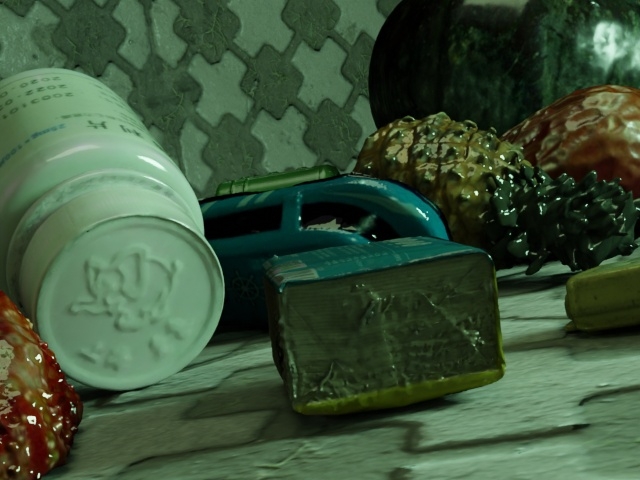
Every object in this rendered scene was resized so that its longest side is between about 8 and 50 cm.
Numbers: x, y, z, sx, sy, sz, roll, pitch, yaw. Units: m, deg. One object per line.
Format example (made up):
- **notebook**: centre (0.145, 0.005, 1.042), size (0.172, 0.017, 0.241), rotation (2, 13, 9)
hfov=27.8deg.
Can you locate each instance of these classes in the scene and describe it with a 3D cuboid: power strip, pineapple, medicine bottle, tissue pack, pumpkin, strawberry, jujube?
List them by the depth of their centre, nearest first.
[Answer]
- **tissue pack**: centre (0.031, 0.046, 0.748), size (0.120, 0.082, 0.169), rotation (-10, 4, -6)
- **power strip**: centre (0.277, 0.010, 0.750), size (0.305, 0.044, 0.064), rotation (-13, 1, 34)
- **strawberry**: centre (-0.222, 0.078, 0.765), size (0.236, 0.107, 0.175), rotation (-7, 6, 32)
- **medicine bottle**: centre (-0.184, -0.015, 0.998), size (0.170, 0.170, 0.293), rotation (-12, 29, -18)
- **pineapple**: centre (0.163, -0.031, 1.122), size (0.278, 0.158, 0.158), rotation (11, 17, 42)
- **jujube**: centre (0.239, -0.055, 1.258), size (0.236, 0.168, 0.168), rotation (-26, -3, 23)
- **pumpkin**: centre (0.279, -0.197, 1.666), size (0.454, 0.344, 0.454), rotation (13, 8, -2)

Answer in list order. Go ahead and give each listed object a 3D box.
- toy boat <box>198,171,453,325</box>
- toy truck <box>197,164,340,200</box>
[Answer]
- **toy boat**: centre (-0.036, 0.031, 1.075), size (0.299, 0.134, 0.092), rotation (-8, 36, 32)
- **toy truck**: centre (-0.082, -0.024, 1.694), size (0.242, 0.125, 0.101), rotation (-10, 5, 14)
